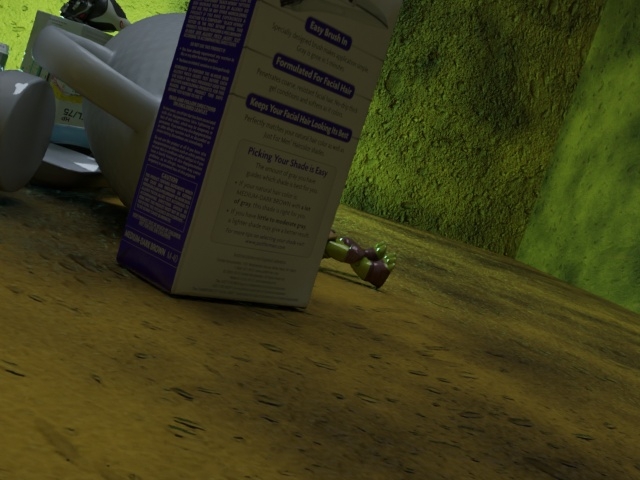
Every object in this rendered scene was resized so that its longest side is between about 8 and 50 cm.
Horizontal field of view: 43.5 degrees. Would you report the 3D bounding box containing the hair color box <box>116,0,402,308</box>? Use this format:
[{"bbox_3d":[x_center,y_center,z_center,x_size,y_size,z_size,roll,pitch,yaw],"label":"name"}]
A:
[{"bbox_3d":[-0.057,-0.113,0.793,0.110,0.339,0.185,24,8,41],"label":"hair color box"}]

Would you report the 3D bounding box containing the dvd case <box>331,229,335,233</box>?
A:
[{"bbox_3d":[-0.080,-0.056,1.812,0.164,0.018,0.221,15,7,-24],"label":"dvd case"}]

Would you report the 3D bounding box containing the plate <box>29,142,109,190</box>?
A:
[{"bbox_3d":[-0.441,-0.125,1.189,0.278,0.045,0.277,19,5,3],"label":"plate"}]

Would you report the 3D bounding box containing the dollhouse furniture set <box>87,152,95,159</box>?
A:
[{"bbox_3d":[-0.317,-0.110,1.355,0.151,0.059,0.076,11,-15,-27],"label":"dollhouse furniture set"}]

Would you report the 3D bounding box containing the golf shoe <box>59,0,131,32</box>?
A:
[{"bbox_3d":[-0.509,-0.514,1.806,0.120,0.105,0.273,34,5,-31],"label":"golf shoe"}]

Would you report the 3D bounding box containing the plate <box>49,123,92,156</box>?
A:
[{"bbox_3d":[-0.423,-0.155,1.386,0.188,0.024,0.188,4,-15,1],"label":"plate"}]

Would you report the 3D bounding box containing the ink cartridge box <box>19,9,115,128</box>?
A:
[{"bbox_3d":[-0.547,-0.344,1.812,0.197,0.270,0.198,25,8,37],"label":"ink cartridge box"}]

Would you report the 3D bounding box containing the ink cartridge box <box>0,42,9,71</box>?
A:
[{"bbox_3d":[-0.665,-0.283,1.346,0.235,0.171,0.056,16,26,-28],"label":"ink cartridge box"}]

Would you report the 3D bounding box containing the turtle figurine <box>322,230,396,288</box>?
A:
[{"bbox_3d":[0.000,0.000,1.186,0.217,0.087,0.269,25,-5,-13],"label":"turtle figurine"}]

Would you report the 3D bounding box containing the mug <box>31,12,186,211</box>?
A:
[{"bbox_3d":[-0.182,-0.150,1.005,0.374,0.276,0.328,30,8,-31],"label":"mug"}]

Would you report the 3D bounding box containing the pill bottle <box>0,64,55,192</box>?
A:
[{"bbox_3d":[-0.449,-0.157,0.877,0.278,0.162,0.162,18,6,0],"label":"pill bottle"}]
